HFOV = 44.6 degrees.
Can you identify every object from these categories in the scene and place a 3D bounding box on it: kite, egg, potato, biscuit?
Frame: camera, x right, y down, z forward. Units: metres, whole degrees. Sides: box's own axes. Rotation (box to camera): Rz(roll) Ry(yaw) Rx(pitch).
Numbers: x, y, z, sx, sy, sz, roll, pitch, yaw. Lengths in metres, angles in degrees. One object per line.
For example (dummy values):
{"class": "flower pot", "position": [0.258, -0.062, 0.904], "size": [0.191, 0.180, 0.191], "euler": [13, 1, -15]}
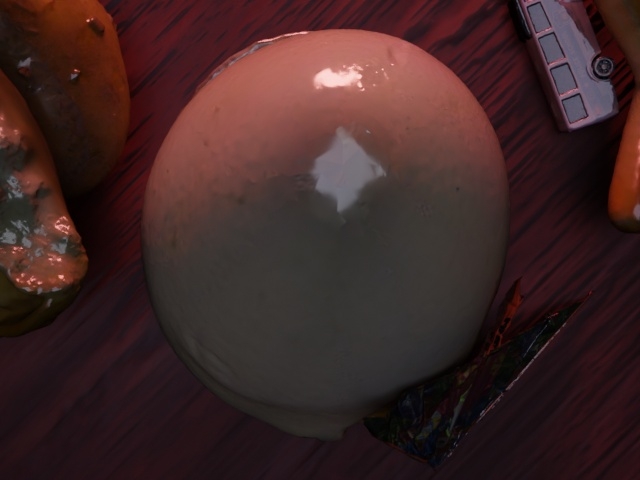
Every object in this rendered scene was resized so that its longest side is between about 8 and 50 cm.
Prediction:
{"class": "kite", "position": [0.111, 0.097, 0.550], "size": [0.009, 0.232, 0.189], "euler": [41, 134, 34]}
{"class": "egg", "position": [-0.004, -0.003, 0.508], "size": [0.264, 0.174, 0.286], "euler": [23, 95, 2]}
{"class": "potato", "position": [-0.201, -0.114, 0.528], "size": [0.137, 0.137, 0.176], "euler": [-16, 112, 0]}
{"class": "biscuit", "position": [-0.287, -0.082, 0.467], "size": [0.329, 0.078, 0.335], "euler": [8, 124, 28]}
{"class": "biscuit", "position": [0.252, -0.117, 0.547], "size": [0.164, 0.047, 0.208], "euler": [-9, 93, -25]}

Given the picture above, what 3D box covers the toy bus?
{"class": "toy bus", "position": [0.176, -0.145, 0.571], "size": [0.052, 0.037, 0.130], "euler": [-21, 94, 5]}
